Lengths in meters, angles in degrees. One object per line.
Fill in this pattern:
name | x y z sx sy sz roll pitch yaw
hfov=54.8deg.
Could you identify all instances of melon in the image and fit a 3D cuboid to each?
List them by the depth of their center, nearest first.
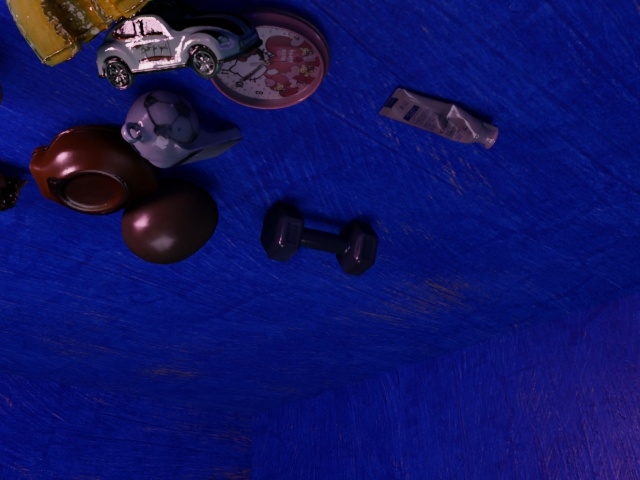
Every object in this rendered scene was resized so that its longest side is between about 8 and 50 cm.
melon | -0.385 -0.417 0.983 0.265 0.129 0.169 -16 130 31

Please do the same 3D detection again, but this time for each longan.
longan | -0.374 -0.047 1.543 0.246 0.215 0.246 -8 -165 2

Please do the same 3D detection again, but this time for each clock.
clock | -0.103 -0.346 1.191 0.245 0.056 0.244 -2 152 -1

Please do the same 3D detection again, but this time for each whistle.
whistle | -0.307 -0.242 1.303 0.164 0.163 0.290 -24 -177 33

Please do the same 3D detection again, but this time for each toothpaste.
toothpaste | 0.269 -0.271 1.375 0.266 0.061 0.096 15 149 -16

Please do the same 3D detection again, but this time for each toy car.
toy car | -0.252 -0.347 1.060 0.306 0.136 0.125 -1 122 25

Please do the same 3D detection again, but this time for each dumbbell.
dumbbell | 0.000 0.000 1.736 0.325 0.160 0.144 11 118 -26

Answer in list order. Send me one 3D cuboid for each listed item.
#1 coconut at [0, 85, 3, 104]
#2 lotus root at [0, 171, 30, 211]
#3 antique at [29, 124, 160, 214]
coconut | -0.700 -0.285 1.106 0.237 0.197 0.237 -6 155 -3
lotus root | -0.855 -0.123 1.436 0.314 0.141 0.169 11 151 -23
antique | -0.513 -0.152 1.409 0.278 0.129 0.223 0 140 -5
